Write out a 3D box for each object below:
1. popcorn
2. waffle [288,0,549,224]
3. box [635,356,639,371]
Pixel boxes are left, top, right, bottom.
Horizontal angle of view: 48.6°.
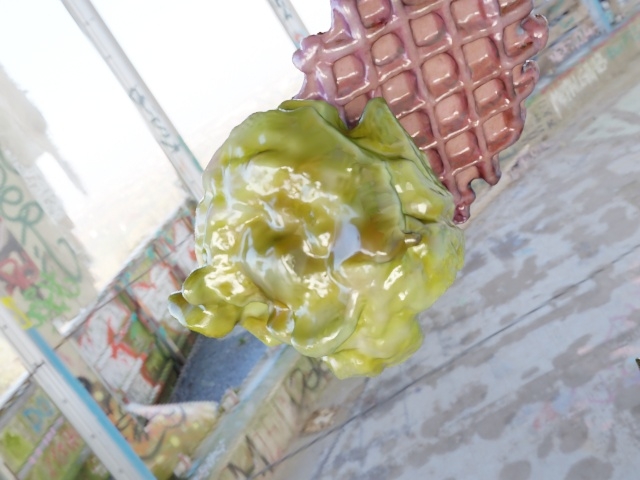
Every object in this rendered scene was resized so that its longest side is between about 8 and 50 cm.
[{"bbox_3d":[0.000,0.000,0.472,0.167,0.185,0.188,98,-179,-56],"label":"popcorn"},{"bbox_3d":[0.079,-0.119,0.574,0.234,0.221,0.055,-65,26,20],"label":"waffle"},{"bbox_3d":[0.264,0.099,0.293,0.159,0.240,0.071,-30,36,31],"label":"box"}]
